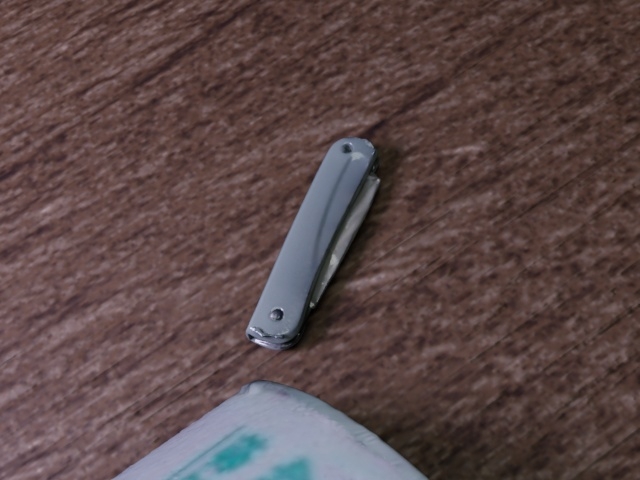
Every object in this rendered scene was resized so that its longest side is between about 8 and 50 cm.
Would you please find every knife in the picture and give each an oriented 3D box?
[{"bbox_3d":[0.000,0.000,0.746,0.044,0.023,0.162,18,64,13],"label":"knife"}]

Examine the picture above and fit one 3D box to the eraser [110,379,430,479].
[{"bbox_3d":[-0.084,0.194,0.545,0.290,0.104,0.189,-32,36,-29],"label":"eraser"}]
